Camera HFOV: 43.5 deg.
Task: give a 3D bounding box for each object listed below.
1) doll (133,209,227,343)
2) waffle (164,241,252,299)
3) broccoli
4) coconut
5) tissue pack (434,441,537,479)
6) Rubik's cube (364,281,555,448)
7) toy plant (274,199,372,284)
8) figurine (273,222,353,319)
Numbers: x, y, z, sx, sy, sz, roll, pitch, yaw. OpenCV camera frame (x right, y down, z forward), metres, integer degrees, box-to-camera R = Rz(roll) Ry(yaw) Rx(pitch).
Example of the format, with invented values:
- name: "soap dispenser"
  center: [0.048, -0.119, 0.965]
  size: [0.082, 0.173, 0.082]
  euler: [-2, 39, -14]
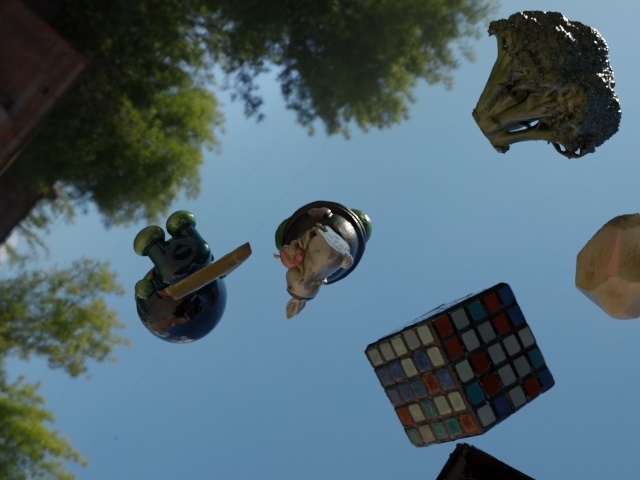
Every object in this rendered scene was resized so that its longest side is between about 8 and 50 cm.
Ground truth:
- name: "doll"
  center: [-0.300, 0.102, 1.713]
  size: [0.198, 0.322, 0.186]
  euler: [-32, -119, -23]
- name: "waffle"
  center: [-0.163, 0.055, 1.076]
  size: [0.152, 0.023, 0.097]
  euler: [-33, 177, -41]
- name: "broccoli"
  center: [0.432, -0.305, 1.573]
  size: [0.283, 0.321, 0.304]
  euler: [-34, -171, 25]
- name: "coconut"
  center: [0.675, 0.066, 1.755]
  size: [0.237, 0.197, 0.237]
  euler: [-45, -146, 42]
- name: "tissue pack"
  center: [0.230, 0.526, 1.273]
  size: [0.210, 0.198, 0.370]
  euler: [20, -111, 50]
- name: "Rubik's cube"
  center: [0.215, 0.191, 1.245]
  size: [0.187, 0.184, 0.182]
  euler: [-24, 174, -35]
- name: "toy plant"
  center: [0.000, 0.000, 1.691]
  size: [0.217, 0.176, 0.235]
  euler: [-10, -168, 8]
- name: "figurine"
  center: [-0.023, 0.043, 1.263]
  size: [0.146, 0.081, 0.098]
  euler: [-46, -119, 24]
